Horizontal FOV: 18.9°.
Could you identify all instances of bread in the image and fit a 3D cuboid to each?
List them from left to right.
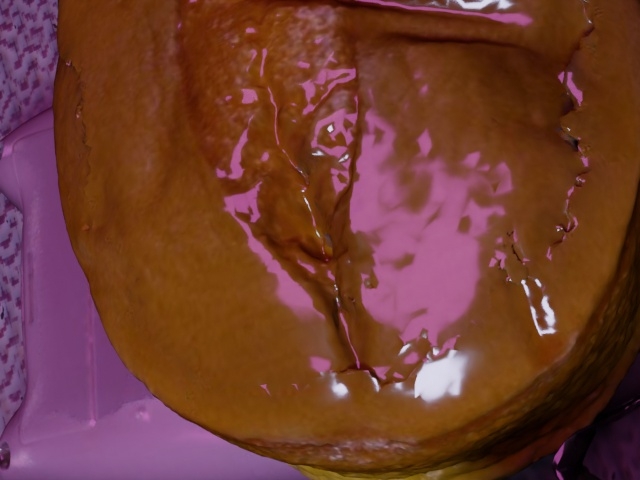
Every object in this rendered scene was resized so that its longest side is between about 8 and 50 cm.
[{"bbox_3d":[0.015,-0.049,0.634,0.195,0.142,0.269,-11,61,16],"label":"bread"}]

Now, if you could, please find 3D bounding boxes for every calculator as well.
[{"bbox_3d":[-0.001,-0.001,0.725,0.294,0.043,0.194,-13,66,19],"label":"calculator"}]

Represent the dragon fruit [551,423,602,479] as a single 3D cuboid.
[{"bbox_3d":[0.140,0.154,0.533,0.273,0.198,0.218,-1,41,3],"label":"dragon fruit"}]
